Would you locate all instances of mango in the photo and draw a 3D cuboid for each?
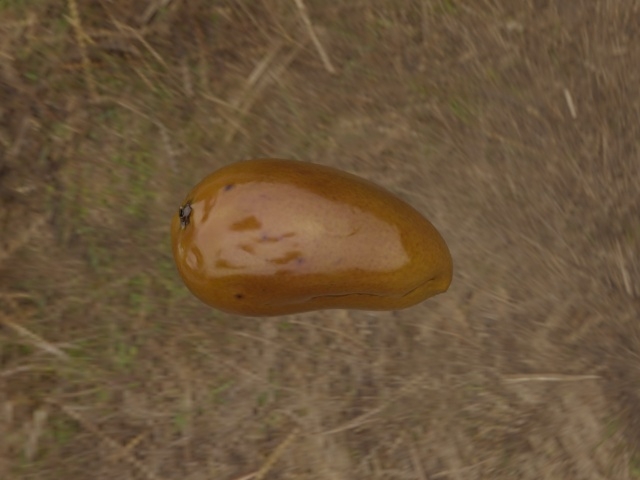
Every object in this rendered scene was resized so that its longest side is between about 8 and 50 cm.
[{"bbox_3d":[-0.001,-0.004,0.983,0.159,0.105,0.084,-1,76,-18],"label":"mango"}]
